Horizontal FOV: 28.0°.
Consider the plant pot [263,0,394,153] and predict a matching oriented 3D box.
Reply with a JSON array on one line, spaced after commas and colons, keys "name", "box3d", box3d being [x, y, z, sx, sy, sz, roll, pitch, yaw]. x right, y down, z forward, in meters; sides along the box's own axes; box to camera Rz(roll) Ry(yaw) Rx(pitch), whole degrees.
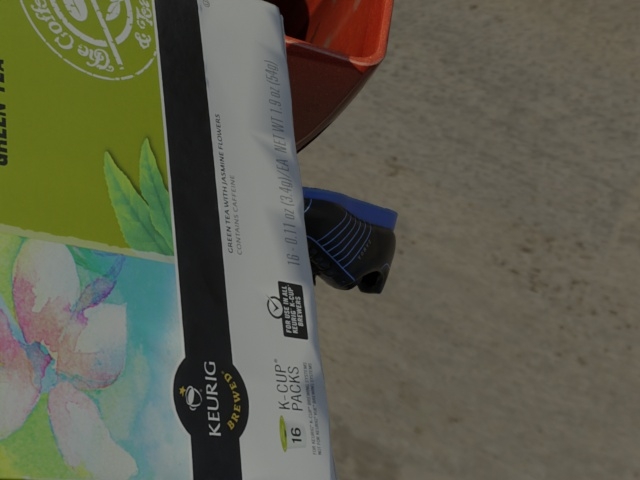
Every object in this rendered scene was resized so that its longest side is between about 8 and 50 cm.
[{"name": "plant pot", "box3d": [-0.092, -0.206, 1.062, 0.267, 0.236, 0.267, 16, 56, -8]}]

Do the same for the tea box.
[{"name": "tea box", "box3d": [-0.189, 0.005, 0.755, 0.323, 0.220, 0.329, 11, 64, -43]}]

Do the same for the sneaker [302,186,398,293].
[{"name": "sneaker", "box3d": [0.000, 0.000, 1.284, 0.232, 0.081, 0.090, 12, 81, -49]}]
